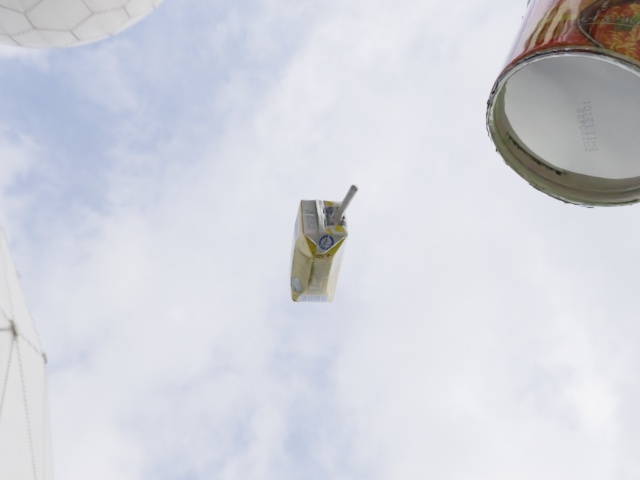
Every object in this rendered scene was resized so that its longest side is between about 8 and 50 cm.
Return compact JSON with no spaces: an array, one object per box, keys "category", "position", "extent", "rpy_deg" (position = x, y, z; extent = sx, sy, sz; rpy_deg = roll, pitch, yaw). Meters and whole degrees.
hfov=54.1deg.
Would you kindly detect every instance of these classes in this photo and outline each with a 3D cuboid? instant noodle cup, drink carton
[{"category":"instant noodle cup","position":[0.249,-0.141,0.538],"extent":[0.213,0.213,0.174],"rpy_deg":[39,-117,-6]},{"category":"drink carton","position":[0.000,0.000,0.844],"extent":[0.074,0.200,0.084],"rpy_deg":[3,-134,-6]}]
